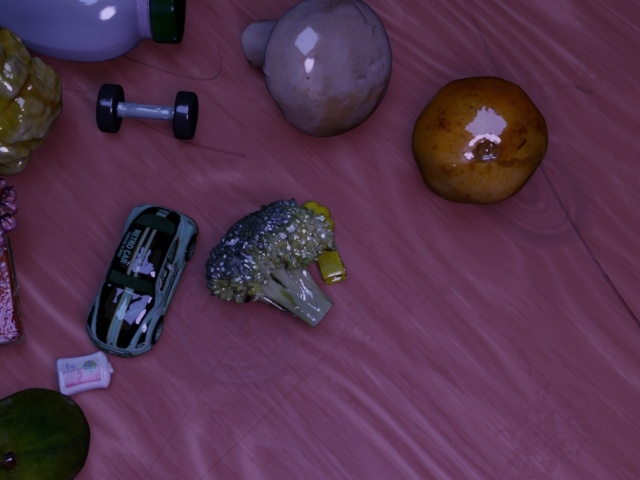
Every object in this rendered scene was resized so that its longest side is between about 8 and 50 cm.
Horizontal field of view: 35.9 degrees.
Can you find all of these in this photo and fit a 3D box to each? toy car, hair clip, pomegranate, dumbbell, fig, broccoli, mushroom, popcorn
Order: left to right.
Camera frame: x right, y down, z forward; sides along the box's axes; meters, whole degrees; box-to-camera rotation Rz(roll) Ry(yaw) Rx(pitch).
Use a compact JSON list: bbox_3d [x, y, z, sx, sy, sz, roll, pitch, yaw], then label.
[{"bbox_3d":[-0.674,-0.285,1.889,0.334,0.293,0.292,33,74,13],"label":"popcorn"},{"bbox_3d":[-0.510,0.343,1.691,0.203,0.235,0.203,0,74,1],"label":"fig"},{"bbox_3d":[-0.338,0.063,1.857,0.136,0.125,0.305,18,69,5],"label":"toy car"},{"bbox_3d":[-0.347,-0.259,1.987,0.191,0.100,0.100,5,70,1],"label":"dumbbell"},{"bbox_3d":[-0.076,0.057,1.836,0.243,0.247,0.263,46,41,-2],"label":"broccoli"},{"bbox_3d":[-0.019,-0.354,1.980,0.290,0.292,0.292,16,65,44],"label":"mushroom"},{"bbox_3d":[0.000,0.000,1.927,0.072,0.046,0.173,-15,70,-5],"label":"hair clip"},{"bbox_3d":[0.304,-0.190,1.904,0.265,0.264,0.264,0,70,-1],"label":"pomegranate"}]

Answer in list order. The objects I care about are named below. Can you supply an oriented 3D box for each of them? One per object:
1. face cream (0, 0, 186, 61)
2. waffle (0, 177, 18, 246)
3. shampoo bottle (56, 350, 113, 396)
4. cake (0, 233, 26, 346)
[{"bbox_3d":[-0.462,-0.512,2.016,0.357,0.219,0.312,2,70,-1],"label":"face cream"},{"bbox_3d":[-0.658,-0.017,1.860,0.234,0.055,0.221,-46,44,0],"label":"waffle"},{"bbox_3d":[-0.433,0.245,1.828,0.099,0.043,0.072,-11,72,-5],"label":"shampoo bottle"},{"bbox_3d":[-0.625,0.102,1.855,0.117,0.086,0.220,-14,72,-9],"label":"cake"}]
